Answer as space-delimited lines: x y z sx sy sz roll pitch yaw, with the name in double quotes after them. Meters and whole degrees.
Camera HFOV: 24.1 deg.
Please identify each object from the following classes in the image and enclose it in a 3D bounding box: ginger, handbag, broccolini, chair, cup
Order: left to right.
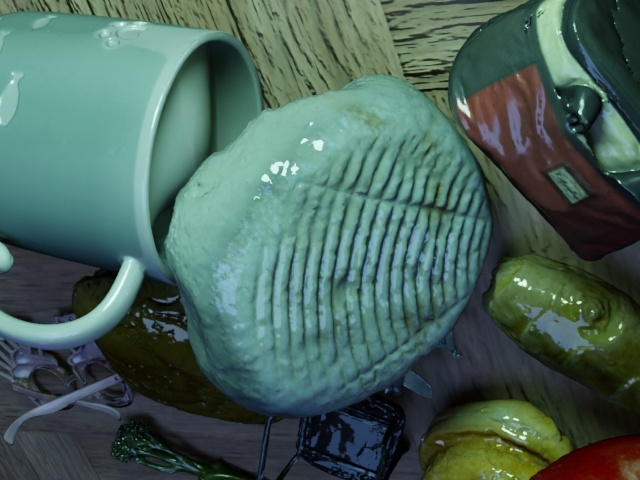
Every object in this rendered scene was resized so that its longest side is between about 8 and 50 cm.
-0.250 -0.059 1.516 0.274 0.357 0.259 12 156 22 "cup"
-0.170 0.289 1.993 0.216 0.058 0.067 14 168 6 "broccolini"
0.031 0.228 1.740 0.140 0.221 0.145 19 113 13 "chair"
0.287 0.103 1.546 0.263 0.109 0.116 35 118 -5 "ginger"
0.252 -0.111 1.332 0.181 0.181 0.254 -26 115 42 "handbag"

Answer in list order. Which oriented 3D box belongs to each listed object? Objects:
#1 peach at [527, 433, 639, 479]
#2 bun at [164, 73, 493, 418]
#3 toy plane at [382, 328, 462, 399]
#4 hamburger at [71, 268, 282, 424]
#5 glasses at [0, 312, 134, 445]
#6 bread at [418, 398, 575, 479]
0.322 0.342 1.593 0.338 0.281 0.281 -7 126 11 "peach"
0.005 -0.001 1.477 0.194 0.354 0.354 36 148 47 "bun"
0.053 0.062 1.644 0.192 0.088 0.262 3 128 31 "toy plane"
-0.152 0.116 1.723 0.265 0.134 0.285 4 146 18 "hamburger"
-0.359 0.174 1.951 0.255 0.095 0.162 -10 114 31 "glasses"
0.217 0.288 1.732 0.198 0.120 0.236 -11 120 39 "bread"
